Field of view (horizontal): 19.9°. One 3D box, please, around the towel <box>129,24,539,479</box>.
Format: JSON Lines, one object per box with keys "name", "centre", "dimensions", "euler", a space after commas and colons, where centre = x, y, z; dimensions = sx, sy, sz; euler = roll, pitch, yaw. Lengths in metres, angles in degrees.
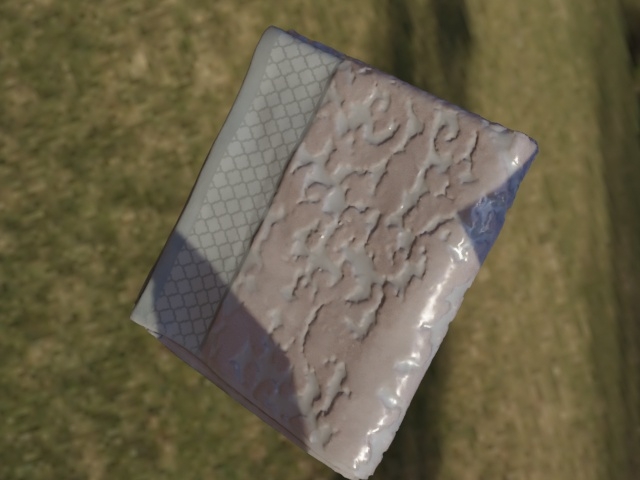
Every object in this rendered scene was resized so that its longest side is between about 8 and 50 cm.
{"name": "towel", "centre": [0.000, 0.000, 1.644], "dimensions": [0.053, 0.317, 0.331], "euler": [20, 98, -54]}
